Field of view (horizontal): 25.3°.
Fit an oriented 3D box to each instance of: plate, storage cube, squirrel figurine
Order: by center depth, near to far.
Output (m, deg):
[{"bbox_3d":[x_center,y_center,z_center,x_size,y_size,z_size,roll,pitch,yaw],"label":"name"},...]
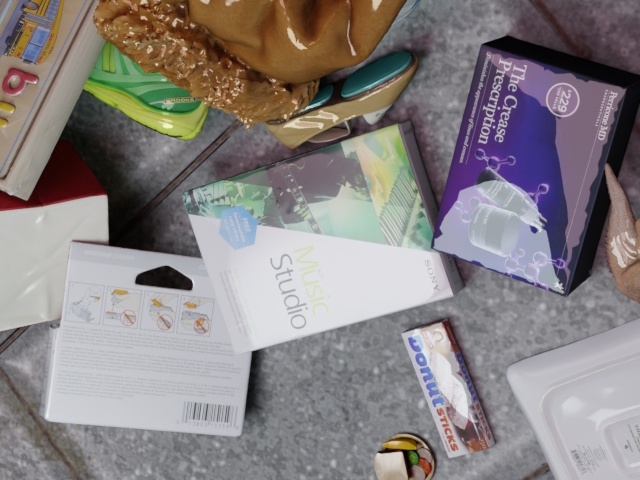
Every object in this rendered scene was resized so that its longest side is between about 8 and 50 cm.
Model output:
[{"bbox_3d":[-0.145,-0.308,1.679,0.397,0.370,0.281,124,148,-46],"label":"squirrel figurine"},{"bbox_3d":[0.392,0.242,1.746,0.278,0.045,0.277,-24,92,30],"label":"plate"},{"bbox_3d":[-0.399,-0.006,1.949,0.193,0.183,0.215,-135,42,-54],"label":"storage cube"}]

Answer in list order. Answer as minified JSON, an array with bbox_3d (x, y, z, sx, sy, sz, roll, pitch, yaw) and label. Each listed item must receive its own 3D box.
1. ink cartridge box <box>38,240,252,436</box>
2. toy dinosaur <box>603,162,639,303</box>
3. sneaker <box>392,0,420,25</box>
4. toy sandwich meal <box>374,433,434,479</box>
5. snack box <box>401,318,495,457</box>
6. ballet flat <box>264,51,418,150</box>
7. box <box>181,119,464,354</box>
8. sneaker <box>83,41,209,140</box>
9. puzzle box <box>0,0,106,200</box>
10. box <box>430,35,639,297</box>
[{"bbox_3d":[-0.229,0.135,1.933,0.060,0.275,0.239,179,98,-70],"label":"ink cartridge box"},{"bbox_3d":[0.404,0.052,1.599,0.295,0.127,0.200,36,144,8],"label":"toy dinosaur"},{"bbox_3d":[0.105,-0.332,1.715,0.228,0.092,0.087,-40,85,30],"label":"sneaker"},{"bbox_3d":[0.111,0.298,1.912,0.085,0.029,0.085,7,106,25],"label":"toy sandwich meal"},{"bbox_3d":[0.167,0.193,1.860,0.064,0.022,0.178,-19,94,31],"label":"snack box"},{"bbox_3d":[0.037,-0.174,1.814,0.232,0.080,0.073,-16,123,32],"label":"ballet flat"},{"bbox_3d":[0.000,0.000,1.854,0.322,0.058,0.232,-17,95,20],"label":"box"},{"bbox_3d":[-0.263,-0.240,1.936,0.295,0.109,0.123,30,92,19],"label":"sneaker"},{"bbox_3d":[-0.410,-0.278,1.888,0.272,0.052,0.409,20,81,27],"label":"puzzle box"},{"bbox_3d":[0.257,-0.090,1.697,0.184,0.103,0.261,19,111,19],"label":"box"}]
